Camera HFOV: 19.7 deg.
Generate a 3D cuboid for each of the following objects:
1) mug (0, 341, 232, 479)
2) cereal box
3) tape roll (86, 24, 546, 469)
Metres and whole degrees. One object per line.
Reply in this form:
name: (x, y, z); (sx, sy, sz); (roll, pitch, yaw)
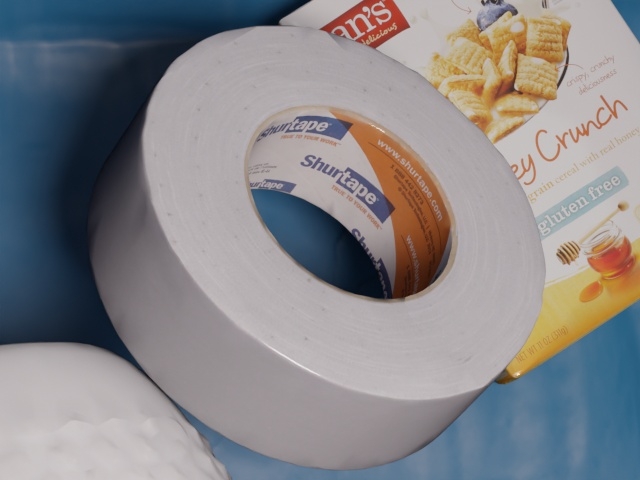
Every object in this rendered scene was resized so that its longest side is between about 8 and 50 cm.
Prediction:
mug: (-0.173, 0.228, 0.807); (0.374, 0.276, 0.328); (-3, 66, -29)
cereal box: (0.108, -0.064, 1.042); (0.173, 0.047, 0.240); (-33, 85, -11)
tape roll: (0.000, 0.000, 0.904); (0.219, 0.072, 0.219); (17, 49, -21)
